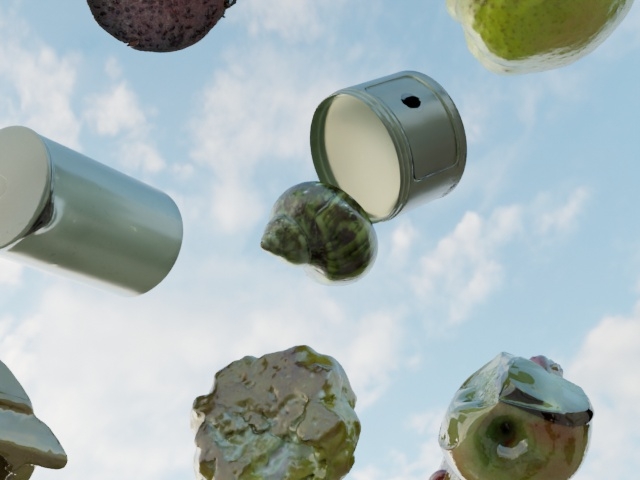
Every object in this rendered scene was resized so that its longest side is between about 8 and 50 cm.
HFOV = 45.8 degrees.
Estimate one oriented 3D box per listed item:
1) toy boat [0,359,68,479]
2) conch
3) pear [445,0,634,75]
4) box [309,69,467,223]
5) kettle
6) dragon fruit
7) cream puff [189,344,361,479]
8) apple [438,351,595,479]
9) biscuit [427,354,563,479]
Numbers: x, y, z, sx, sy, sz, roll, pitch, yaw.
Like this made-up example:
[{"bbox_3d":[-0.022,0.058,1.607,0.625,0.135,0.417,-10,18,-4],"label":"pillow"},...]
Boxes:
[{"bbox_3d":[-0.356,0.086,0.364,0.446,0.162,0.136,13,-51,-29],"label":"toy boat"},{"bbox_3d":[0.000,0.001,1.172,0.182,0.124,0.187,-2,-66,-2],"label":"conch"},{"bbox_3d":[0.428,-0.508,1.504,0.391,0.391,0.391,-8,-48,-9],"label":"pear"},{"bbox_3d":[0.108,-0.152,1.246,0.149,0.226,0.226,-24,-40,-33],"label":"box"},{"bbox_3d":[-0.408,-0.058,1.227,0.205,0.265,0.318,-35,-26,15],"label":"kettle"},{"bbox_3d":[-0.260,-0.423,1.201,0.224,0.148,0.218,-33,-53,12],"label":"dragon fruit"},{"bbox_3d":[-0.060,0.299,1.127,0.282,0.281,0.185,-18,-43,0],"label":"cream puff"},{"bbox_3d":[0.266,0.252,1.030,0.207,0.173,0.188,-23,-3,13],"label":"apple"},{"bbox_3d":[0.294,0.422,1.390,0.076,0.368,0.394,30,-47,-3],"label":"biscuit"}]
